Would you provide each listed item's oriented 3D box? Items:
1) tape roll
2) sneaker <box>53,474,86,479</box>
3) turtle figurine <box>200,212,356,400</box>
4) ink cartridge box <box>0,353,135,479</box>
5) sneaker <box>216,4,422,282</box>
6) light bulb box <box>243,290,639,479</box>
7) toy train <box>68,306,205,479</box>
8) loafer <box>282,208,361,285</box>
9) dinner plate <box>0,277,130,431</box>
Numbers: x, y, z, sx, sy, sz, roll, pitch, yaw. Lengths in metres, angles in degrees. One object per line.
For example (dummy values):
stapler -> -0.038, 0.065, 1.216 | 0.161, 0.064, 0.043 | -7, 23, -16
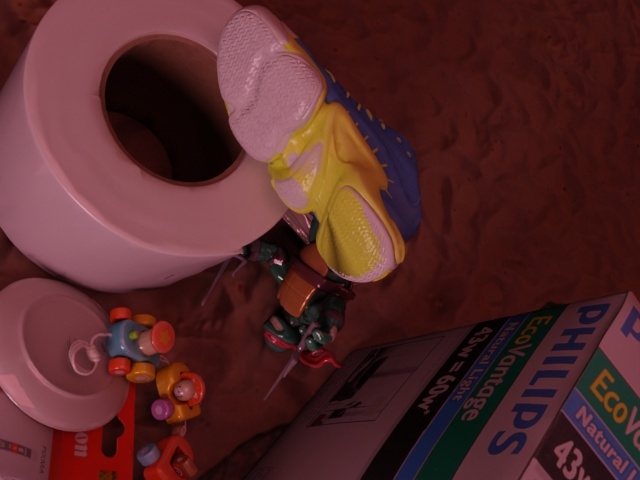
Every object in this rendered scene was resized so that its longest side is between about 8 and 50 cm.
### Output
tape roll -> -0.155, -0.087, 0.706 | 0.246, 0.169, 0.246 | 10, 72, -32
sneaker -> -0.251, 0.212, 0.638 | 0.152, 0.053, 0.061 | 3, 99, -37
turtle figurine -> -0.017, 0.031, 0.792 | 0.118, 0.175, 0.234 | 24, 97, -56
ink cartridge box -> -0.227, 0.131, 0.642 | 0.179, 0.045, 0.145 | 15, 44, -26
sneaker -> 0.007, -0.084, 0.671 | 0.126, 0.091, 0.240 | -28, 93, -54
light bulb box -> 0.176, 0.271, 0.705 | 0.358, 0.361, 0.225 | 51, 56, -10
toy train -> -0.139, 0.135, 0.689 | 0.166, 0.046, 0.125 | 63, 23, -16
loafer -> 0.000, 0.000, 0.870 | 0.125, 0.039, 0.045 | 55, 22, -11
dinner plate -> -0.212, 0.090, 0.671 | 0.141, 0.017, 0.141 | 41, 31, -31
